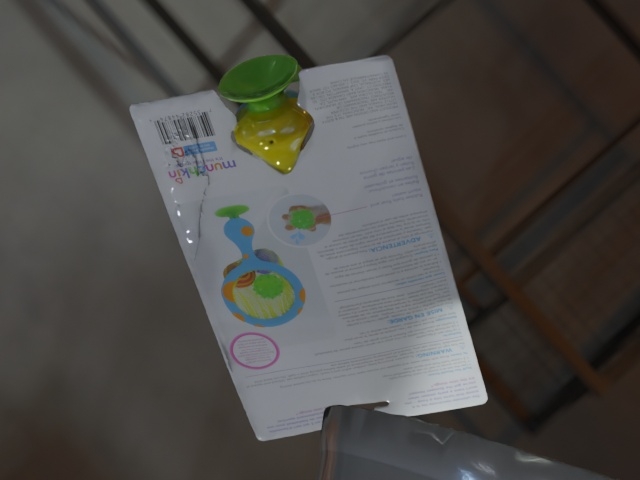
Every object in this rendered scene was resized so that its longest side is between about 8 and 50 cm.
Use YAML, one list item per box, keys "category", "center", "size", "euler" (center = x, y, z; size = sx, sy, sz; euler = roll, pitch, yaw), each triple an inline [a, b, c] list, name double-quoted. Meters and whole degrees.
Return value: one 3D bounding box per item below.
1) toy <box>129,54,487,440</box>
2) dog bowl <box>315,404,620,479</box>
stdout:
- category: "toy"
  center: [0.000, 0.000, 0.912]
  size: [0.137, 0.237, 0.056]
  euler: [-10, -141, 11]
- category: "dog bowl"
  center: [0.145, 0.174, 0.639]
  size: [0.349, 0.349, 0.102]
  euler: [122, -9, -81]
